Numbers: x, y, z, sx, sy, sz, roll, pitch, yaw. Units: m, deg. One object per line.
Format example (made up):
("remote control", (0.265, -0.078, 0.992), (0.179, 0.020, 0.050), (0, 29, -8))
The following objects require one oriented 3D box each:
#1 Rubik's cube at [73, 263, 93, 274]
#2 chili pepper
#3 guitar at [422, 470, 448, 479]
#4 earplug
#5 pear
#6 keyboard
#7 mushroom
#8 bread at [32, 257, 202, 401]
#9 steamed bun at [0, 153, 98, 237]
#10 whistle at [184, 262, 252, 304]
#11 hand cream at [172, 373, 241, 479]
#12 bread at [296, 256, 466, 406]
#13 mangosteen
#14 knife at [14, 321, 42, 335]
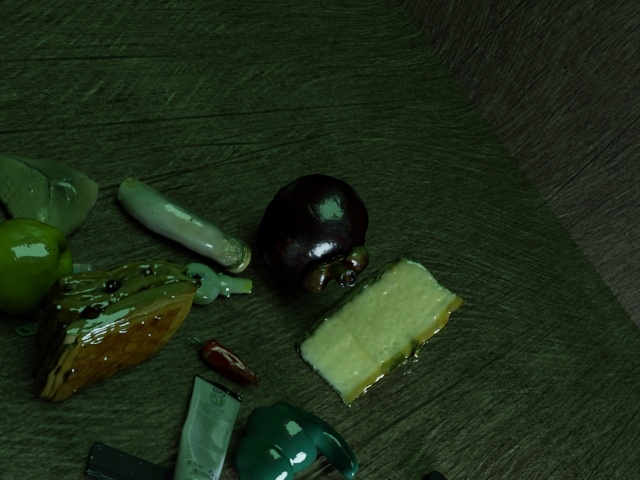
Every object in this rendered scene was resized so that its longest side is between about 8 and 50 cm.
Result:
("Rubik's cube", (-0.501, 0.096, 1.634), (0.084, 0.075, 0.073), (65, 21, -45))
("chili pepper", (-0.212, 0.265, 1.761), (0.191, 0.059, 0.050), (37, 32, -8))
("guitar", (0.232, 0.640, 1.852), (0.084, 0.038, 0.271), (49, 39, 6))
("earplug", (-0.066, 0.450, 1.693), (0.280, 0.163, 0.258), (-40, 123, -39))
("pear", (-0.574, 0.051, 1.513), (0.198, 0.198, 0.198), (23, 45, -25))
("keyboard", (-0.338, 0.455, 1.519), (0.231, 0.023, 0.072), (28, 36, -21))
("mushroom", (-0.324, -0.034, 1.889), (0.351, 0.095, 0.123), (33, 6, -16))
("bread", (-0.408, 0.146, 1.527), (0.324, 0.277, 0.167), (-24, 70, -45))
("steamed bun", (-0.578, -0.090, 1.699), (0.231, 0.110, 0.213), (11, 51, -32))
("whistle", (-0.244, 0.101, 1.870), (0.198, 0.057, 0.104), (5, 49, -39))
("hand cream", (-0.234, 0.407, 1.606), (0.121, 0.076, 0.336), (37, 29, -18))
("bread", (0.138, 0.222, 1.926), (0.248, 0.315, 0.279), (46, 49, 2))
("mangosteen", (-0.006, -0.015, 1.984), (0.293, 0.297, 0.297), (29, 39, 7))
("knife", (-0.517, 0.167, 1.608), (0.207, 0.014, 0.030), (-7, 64, -44))
